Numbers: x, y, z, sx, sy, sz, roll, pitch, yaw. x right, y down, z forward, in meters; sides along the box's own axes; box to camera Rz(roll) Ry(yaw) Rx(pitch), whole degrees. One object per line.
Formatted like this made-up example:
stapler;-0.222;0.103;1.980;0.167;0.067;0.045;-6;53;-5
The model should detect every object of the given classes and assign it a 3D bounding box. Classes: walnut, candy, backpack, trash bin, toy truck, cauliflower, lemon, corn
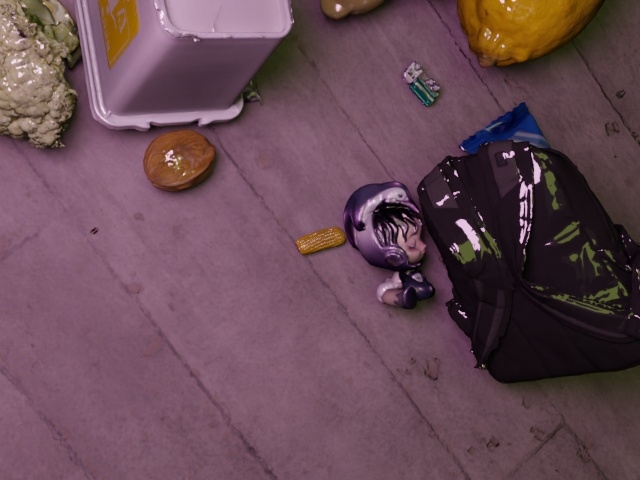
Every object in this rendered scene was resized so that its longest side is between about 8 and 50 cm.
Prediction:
walnut;-0.231;-0.133;1.092;0.124;0.105;0.105;-29;95;-15
candy;0.415;-0.089;1.280;0.187;0.077;0.331;-33;98;-20
backpack;0.345;0.034;1.109;0.446;0.363;0.255;57;43;-8
trash bin;-0.181;-0.321;0.970;0.295;0.367;0.256;-8;88;-27
toy truck;0.189;-0.296;1.248;0.044;0.039;0.083;-45;101;1
cauliflower;-0.453;-0.288;0.993;0.272;0.275;0.250;34;45;6
lemon;0.385;-0.480;1.201;0.316;0.285;0.286;-29;95;13
corn;0.000;0.000;1.181;0.092;0.037;0.037;-18;92;-13

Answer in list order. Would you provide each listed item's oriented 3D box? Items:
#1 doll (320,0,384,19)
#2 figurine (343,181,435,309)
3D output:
doll;0.106;-0.498;1.153;0.260;0.161;0.177;-17;80;7
figurine;0.122;0.005;1.179;0.145;0.145;0.223;-15;95;-16
